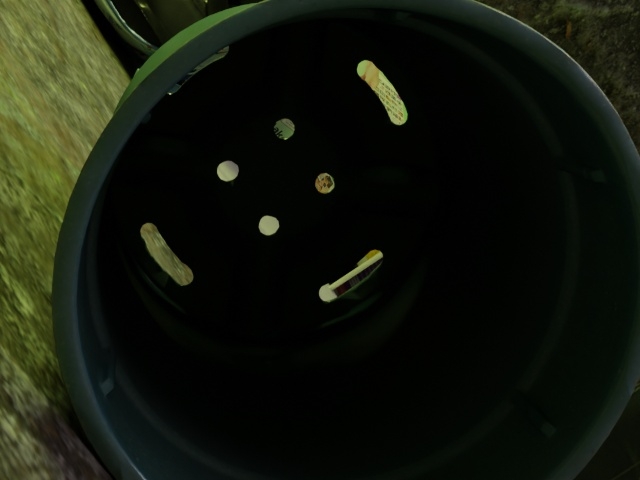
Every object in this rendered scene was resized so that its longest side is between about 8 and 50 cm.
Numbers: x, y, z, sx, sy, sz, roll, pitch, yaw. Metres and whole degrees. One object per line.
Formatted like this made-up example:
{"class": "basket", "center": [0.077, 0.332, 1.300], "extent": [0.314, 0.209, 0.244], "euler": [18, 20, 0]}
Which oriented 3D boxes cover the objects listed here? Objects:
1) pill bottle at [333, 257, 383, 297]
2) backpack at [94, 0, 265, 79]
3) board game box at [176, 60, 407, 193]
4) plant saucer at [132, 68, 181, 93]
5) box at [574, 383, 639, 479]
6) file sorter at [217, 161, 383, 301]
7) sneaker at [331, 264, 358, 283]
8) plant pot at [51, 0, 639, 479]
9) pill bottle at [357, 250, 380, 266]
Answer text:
{"class": "pill bottle", "center": [0.114, 0.048, 1.958], "extent": [0.108, 0.193, 0.108], "euler": [54, 8, -12]}
{"class": "backpack", "center": [-0.133, -0.298, 1.753], "extent": [0.263, 0.277, 0.213], "euler": [64, 0, 15]}
{"class": "board game box", "center": [-0.010, -0.135, 1.892], "extent": [0.317, 0.213, 0.046], "euler": [56, 7, -4]}
{"class": "plant saucer", "center": [-0.149, -0.135, 1.760], "extent": [0.067, 0.018, 0.192], "euler": [57, 7, 6]}
{"class": "box", "center": [0.372, 0.302, 1.242], "extent": [0.471, 0.480, 0.297], "euler": [57, 26, 13]}
{"class": "file sorter", "center": [0.021, -0.026, 1.784], "extent": [0.277, 0.173, 0.193], "euler": [55, 7, -3]}
{"class": "sneaker", "center": [0.002, -0.001, 2.033], "extent": [0.089, 0.051, 0.170], "euler": [62, 5, 38]}
{"class": "plant pot", "center": [-0.004, -0.008, 1.098], "extent": [0.341, 0.341, 0.334], "euler": [54, 0, -17]}
{"class": "pill bottle", "center": [0.096, 0.028, 2.221], "extent": [0.215, 0.117, 0.117], "euler": [58, 8, 13]}
